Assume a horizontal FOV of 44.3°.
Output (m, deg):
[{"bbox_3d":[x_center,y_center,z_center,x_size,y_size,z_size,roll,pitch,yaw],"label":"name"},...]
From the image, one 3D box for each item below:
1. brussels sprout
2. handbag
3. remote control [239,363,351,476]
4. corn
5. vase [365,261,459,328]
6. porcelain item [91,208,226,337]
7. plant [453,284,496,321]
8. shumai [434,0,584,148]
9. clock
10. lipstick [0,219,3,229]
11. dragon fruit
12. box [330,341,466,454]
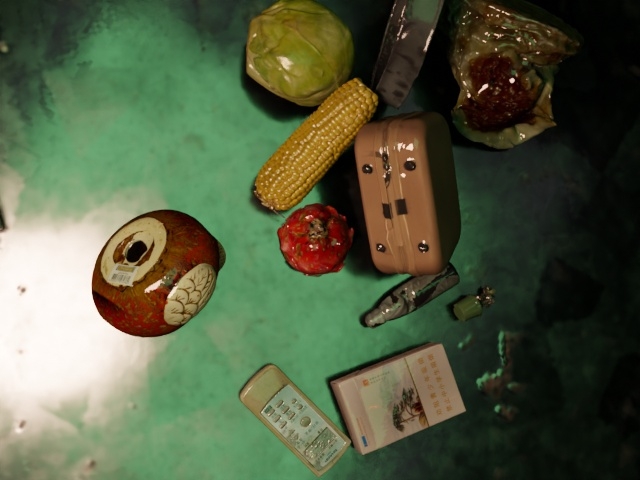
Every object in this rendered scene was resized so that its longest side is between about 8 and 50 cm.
[{"bbox_3d":[-0.036,-0.371,1.537,0.223,0.161,0.223,0,89,-17],"label":"brussels sprout"},{"bbox_3d":[0.184,-0.105,1.523,0.149,0.283,0.301,-3,110,28],"label":"handbag"},{"bbox_3d":[-0.050,0.350,1.538,0.098,0.038,0.233,-45,95,-11],"label":"remote control"},{"bbox_3d":[-0.008,-0.178,1.499,0.106,0.106,0.305,43,110,-5],"label":"corn"},{"bbox_3d":[0.182,0.115,1.591,0.211,0.060,0.059,-32,92,-11],"label":"vase"},{"bbox_3d":[-0.287,0.076,1.450,0.253,0.253,0.252,1,85,-11],"label":"porcelain item"},{"bbox_3d":[0.327,0.129,1.624,0.102,0.051,0.051,-26,91,-17],"label":"plant"},{"bbox_3d":[0.346,-0.347,1.610,0.330,0.292,0.288,21,117,-3],"label":"shumai"},{"bbox_3d":[0.172,-0.415,1.501,0.067,0.325,0.324,17,82,-4],"label":"clock"},{"bbox_3d":[-0.654,-0.132,1.440,0.078,0.079,0.252,-21,91,-13],"label":"lipstick"},{"bbox_3d":[0.000,0.000,1.541,0.153,0.111,0.153,0,88,-8],"label":"dragon fruit"},{"bbox_3d":[0.155,0.311,1.563,0.233,0.067,0.149,-19,86,-15],"label":"box"}]
